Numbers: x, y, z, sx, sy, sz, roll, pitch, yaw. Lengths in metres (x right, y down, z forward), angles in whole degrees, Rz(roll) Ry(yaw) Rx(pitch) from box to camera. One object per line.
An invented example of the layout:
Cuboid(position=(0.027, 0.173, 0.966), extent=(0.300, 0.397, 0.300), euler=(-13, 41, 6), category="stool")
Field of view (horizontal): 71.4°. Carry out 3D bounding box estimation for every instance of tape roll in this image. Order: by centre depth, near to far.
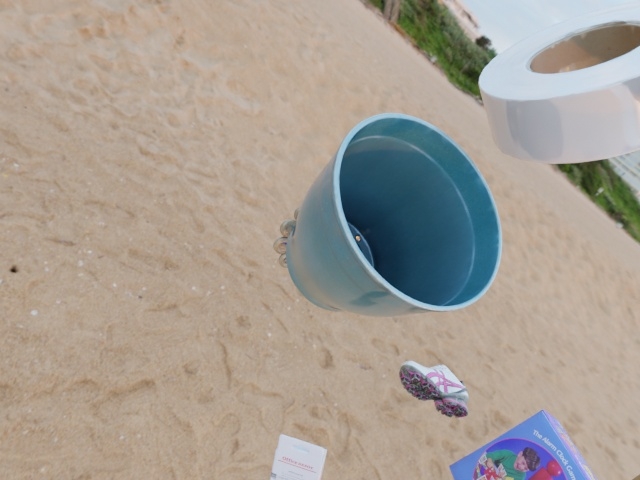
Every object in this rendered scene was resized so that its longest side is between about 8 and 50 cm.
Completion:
Cuboid(position=(0.380, -0.227, 0.628), extent=(0.286, 0.286, 0.100), euler=(-93, 158, -58), category="tape roll")

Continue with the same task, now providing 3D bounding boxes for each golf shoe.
Cuboid(position=(0.231, 0.290, 0.917), extent=(0.186, 0.067, 0.086), euler=(38, 44, -22), category="golf shoe")

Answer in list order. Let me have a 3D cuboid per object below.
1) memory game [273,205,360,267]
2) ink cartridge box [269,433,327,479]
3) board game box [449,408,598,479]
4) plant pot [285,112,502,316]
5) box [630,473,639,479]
Cuboid(position=(0.000, 0.000, 0.869), extent=(0.186, 0.186, 0.012), euler=(22, 22, -34), category="memory game")
Cuboid(position=(-0.049, 0.496, 0.956), extent=(0.104, 0.180, 0.060), euler=(14, 9, 11), category="ink cartridge box")
Cuboid(position=(0.404, 0.518, 0.781), extent=(0.078, 0.233, 0.347), euler=(37, 22, -31), category="board game box")
Cuboid(position=(0.076, -0.006, 0.675), extent=(0.272, 0.255, 0.271), euler=(11, 67, -26), category="plant pot")
Cuboid(position=(0.702, 0.495, 0.884), extent=(0.021, 0.201, 0.164), euler=(36, 27, 13), category="box")
